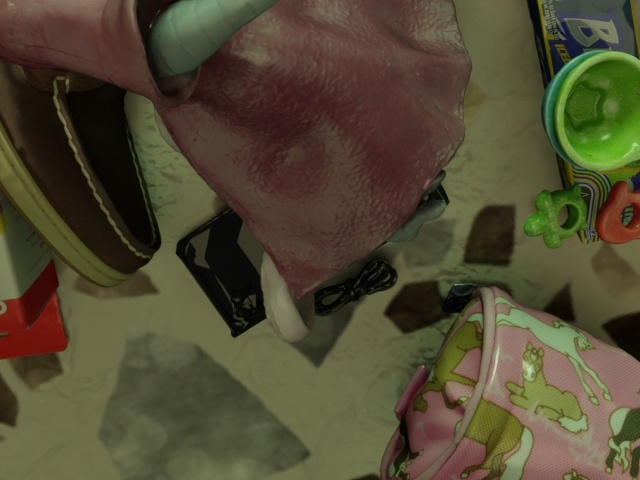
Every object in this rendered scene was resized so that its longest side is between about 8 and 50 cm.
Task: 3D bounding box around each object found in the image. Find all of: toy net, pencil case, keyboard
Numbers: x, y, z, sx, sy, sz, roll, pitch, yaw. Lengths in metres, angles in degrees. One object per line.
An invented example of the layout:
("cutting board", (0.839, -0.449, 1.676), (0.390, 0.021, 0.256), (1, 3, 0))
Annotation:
("toy net", (0.231, -0.061, 0.671), (0.232, 0.045, 0.122), (-9, 105, -20))
("pencil case", (0.240, 0.164, 0.731), (0.386, 0.167, 0.160), (22, 130, -5))
("keyboard", (0.000, 0.000, 0.762), (0.180, 0.023, 0.108), (-32, 98, 13))

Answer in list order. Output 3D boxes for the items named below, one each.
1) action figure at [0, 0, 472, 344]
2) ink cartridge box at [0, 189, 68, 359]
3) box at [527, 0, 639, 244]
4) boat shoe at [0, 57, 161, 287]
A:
("action figure", (-0.093, -0.130, 0.586), (0.370, 0.248, 0.276), (14, 131, -37))
("ink cartridge box", (-0.262, -0.008, 0.740), (0.134, 0.078, 0.231), (-8, 109, 5))
("box", (0.176, -0.088, 0.707), (0.059, 0.054, 0.169), (-13, 107, 6))
("boat shoe", (-0.157, -0.139, 0.672), (0.123, 0.123, 0.342), (-18, 101, 10))
